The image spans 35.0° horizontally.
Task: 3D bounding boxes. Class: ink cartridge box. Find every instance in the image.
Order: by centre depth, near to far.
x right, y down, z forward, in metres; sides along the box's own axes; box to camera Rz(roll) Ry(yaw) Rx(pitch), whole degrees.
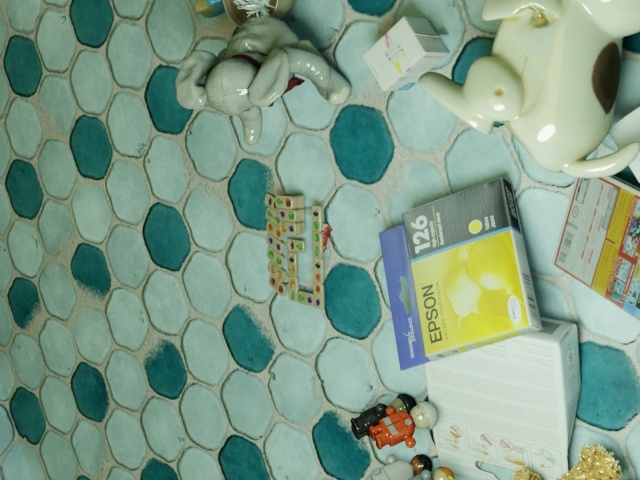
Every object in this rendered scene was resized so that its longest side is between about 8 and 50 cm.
[{"bbox_3d":[0.249,0.066,1.953,0.307,0.072,0.304,-20,65,27],"label":"ink cartridge box"},{"bbox_3d":[0.175,-0.373,2.004,0.143,0.092,0.090,-40,73,35],"label":"ink cartridge box"},{"bbox_3d":[0.364,0.319,2.021,0.308,0.091,0.385,9,121,36],"label":"ink cartridge box"}]

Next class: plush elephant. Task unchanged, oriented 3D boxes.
[{"bbox_3d":[-0.135,-0.325,2.079,0.271,0.255,0.330,10,148,33],"label":"plush elephant"}]

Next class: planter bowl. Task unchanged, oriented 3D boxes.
[{"bbox_3d":[-0.117,-0.536,2.191,0.162,0.109,0.162,8,104,38],"label":"planter bowl"}]

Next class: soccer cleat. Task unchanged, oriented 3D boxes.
[{"bbox_3d":[0.000,0.000,2.259,0.035,0.029,0.083,35,117,39],"label":"soccer cleat"}]

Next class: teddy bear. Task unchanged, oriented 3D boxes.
[{"bbox_3d":[0.471,0.525,1.917,0.338,0.113,0.245,-31,96,35],"label":"teddy bear"}]

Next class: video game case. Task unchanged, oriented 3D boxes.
[{"bbox_3d":[0.523,0.005,1.769,0.285,0.025,0.204,42,126,56],"label":"video game case"}]

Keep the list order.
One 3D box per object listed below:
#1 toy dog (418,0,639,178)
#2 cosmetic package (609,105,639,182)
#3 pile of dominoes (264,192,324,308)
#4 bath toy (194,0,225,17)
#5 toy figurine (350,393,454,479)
[{"bbox_3d":[0.416,-0.343,1.687,0.395,0.284,0.408,50,119,40],"label":"toy dog"},{"bbox_3d":[0.614,-0.204,1.697,0.231,0.085,0.117,-36,76,39],"label":"cosmetic package"},{"bbox_3d":[-0.072,0.021,2.288,0.196,0.040,0.251,9,104,48],"label":"pile of dominoes"},{"bbox_3d":[-0.288,-0.687,2.296,0.151,0.129,0.348,-20,88,-5],"label":"bath toy"},{"bbox_3d":[0.177,0.431,2.095,0.210,0.148,0.213,69,164,-1],"label":"toy figurine"}]
